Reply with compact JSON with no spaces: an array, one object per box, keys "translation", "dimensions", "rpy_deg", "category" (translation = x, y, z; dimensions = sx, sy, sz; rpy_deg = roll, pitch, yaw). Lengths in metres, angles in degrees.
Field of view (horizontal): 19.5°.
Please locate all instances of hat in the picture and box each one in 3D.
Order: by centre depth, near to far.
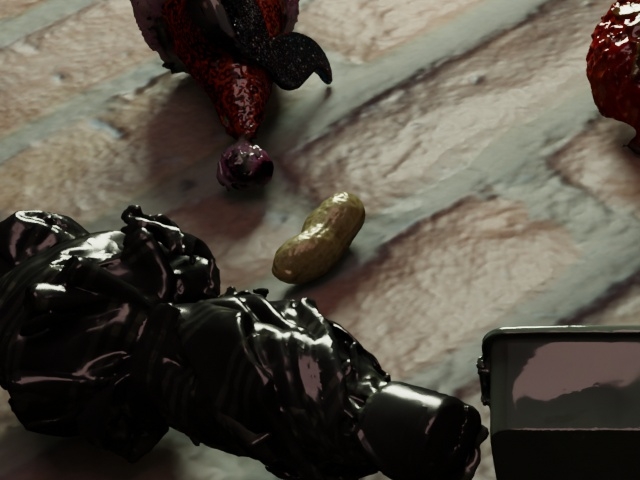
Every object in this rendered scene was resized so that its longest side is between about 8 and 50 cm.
[{"translation":[-0.068,-0.131,1.328],"dimensions":[0.129,0.140,0.227],"rpy_deg":[-18,50,7],"category":"hat"}]

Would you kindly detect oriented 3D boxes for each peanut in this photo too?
[{"translation":[0.000,0.000,1.204],"dimensions":[0.037,0.037,0.083],"rpy_deg":[19,45,32],"category":"peanut"}]

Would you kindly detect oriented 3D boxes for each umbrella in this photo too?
[{"translation":[-0.075,0.073,1.042],"dimensions":[0.154,0.128,0.337],"rpy_deg":[-37,41,-28],"category":"umbrella"}]

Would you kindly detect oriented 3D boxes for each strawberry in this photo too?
[{"translation":[0.250,-0.124,1.265],"dimensions":[0.145,0.086,0.145],"rpy_deg":[-8,39,6],"category":"strawberry"}]

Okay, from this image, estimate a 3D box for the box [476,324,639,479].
[{"translation":[0.145,0.097,1.016],"dimensions":[0.122,0.084,0.069],"rpy_deg":[-2,48,12],"category":"box"}]
